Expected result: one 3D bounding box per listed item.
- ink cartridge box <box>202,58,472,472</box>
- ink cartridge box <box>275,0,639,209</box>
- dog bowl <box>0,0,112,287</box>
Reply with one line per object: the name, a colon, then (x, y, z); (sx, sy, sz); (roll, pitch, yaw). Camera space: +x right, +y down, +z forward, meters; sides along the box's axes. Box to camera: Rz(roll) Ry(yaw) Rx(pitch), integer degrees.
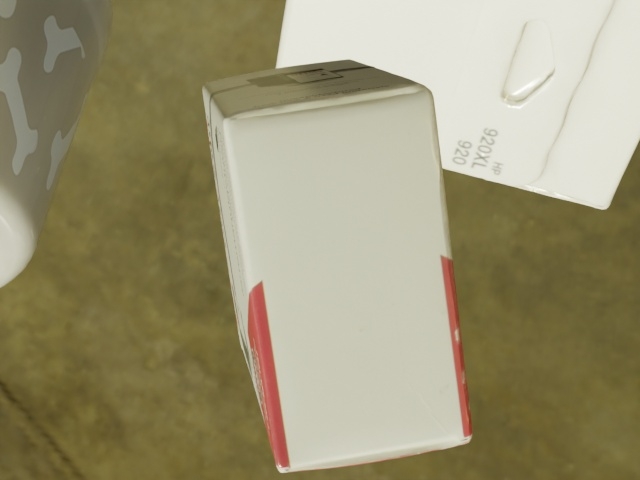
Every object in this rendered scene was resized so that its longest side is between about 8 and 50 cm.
ink cartridge box: (0.000, 0.000, 0.439); (0.056, 0.135, 0.099); (-9, 100, -6)
ink cartridge box: (0.090, -0.168, 0.674); (0.168, 0.233, 0.171); (14, 143, 2)
dog bowl: (-0.254, -0.054, 0.529); (0.348, 0.102, 0.349); (1, 162, 0)
